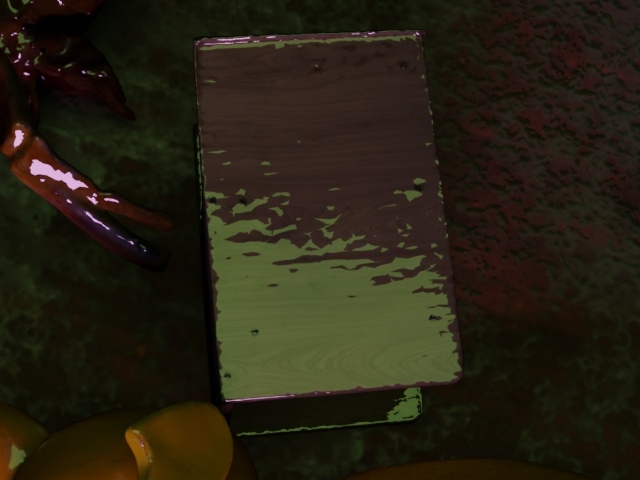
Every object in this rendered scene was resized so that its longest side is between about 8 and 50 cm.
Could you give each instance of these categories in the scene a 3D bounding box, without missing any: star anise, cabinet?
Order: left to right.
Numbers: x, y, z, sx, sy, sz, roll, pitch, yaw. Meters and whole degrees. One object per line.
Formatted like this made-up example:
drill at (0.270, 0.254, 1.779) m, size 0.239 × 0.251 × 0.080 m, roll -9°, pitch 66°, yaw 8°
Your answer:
star anise at (-0.180, -0.124, 0.967) m, size 0.237 × 0.148 × 0.346 m, roll -23°, pitch 70°, yaw -8°
cabinet at (0.000, 0.000, 0.935) m, size 0.148 × 0.175 × 0.215 m, roll -4°, pitch 76°, yaw -6°

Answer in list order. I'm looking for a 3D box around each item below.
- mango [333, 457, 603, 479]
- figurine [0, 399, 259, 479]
mango at (0.112, 0.224, 0.907) m, size 0.359 × 0.144 × 0.187 m, roll 15°, pitch 78°, yaw 3°
figurine at (-0.134, 0.176, 0.854) m, size 0.228 × 0.215 × 0.215 m, roll -22°, pitch 79°, yaw 6°
